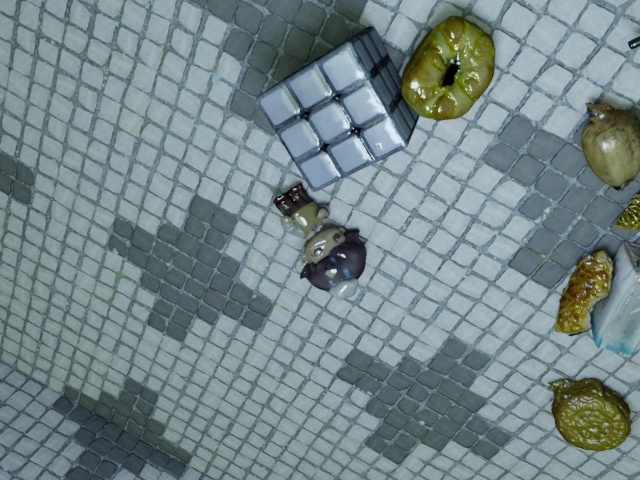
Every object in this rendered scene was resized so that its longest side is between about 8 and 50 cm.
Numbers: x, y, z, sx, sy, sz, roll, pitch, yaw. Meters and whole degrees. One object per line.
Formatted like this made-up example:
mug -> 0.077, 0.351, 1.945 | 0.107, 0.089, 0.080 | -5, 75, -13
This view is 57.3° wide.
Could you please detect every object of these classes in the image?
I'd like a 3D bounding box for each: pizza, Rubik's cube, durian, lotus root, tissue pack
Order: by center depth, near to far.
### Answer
lotus root -> 0.773, -0.247, 1.534 | 0.154, 0.140, 0.256 | -38, 118, -11
Rubik's cube -> 0.062, -0.359, 1.589 | 0.305, 0.301, 0.303 | -26, 106, 25
durian -> 0.928, -0.066, 1.602 | 0.183, 0.165, 0.132 | 28, 157, 27
tissue pack -> 0.881, 0.166, 1.683 | 0.125, 0.201, 0.270 | 13, 121, 6
pizza -> 0.768, 0.161, 1.734 | 0.086, 0.161, 0.305 | 14, 119, -5

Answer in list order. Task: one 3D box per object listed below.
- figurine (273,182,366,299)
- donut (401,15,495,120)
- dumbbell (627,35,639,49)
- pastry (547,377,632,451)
figurine -> 0.009, -0.009, 1.856 | 0.206, 0.218, 0.364 | -9, 113, 50
donut -> 0.332, -0.439, 1.532 | 0.209, 0.128, 0.261 | 36, 100, -14
dumbbell -> 0.883, -0.525, 1.346 | 0.326, 0.143, 0.143 | -22, 109, 26
pastry -> 0.892, 0.577, 1.934 | 0.240, 0.132, 0.235 | -9, 115, 20
